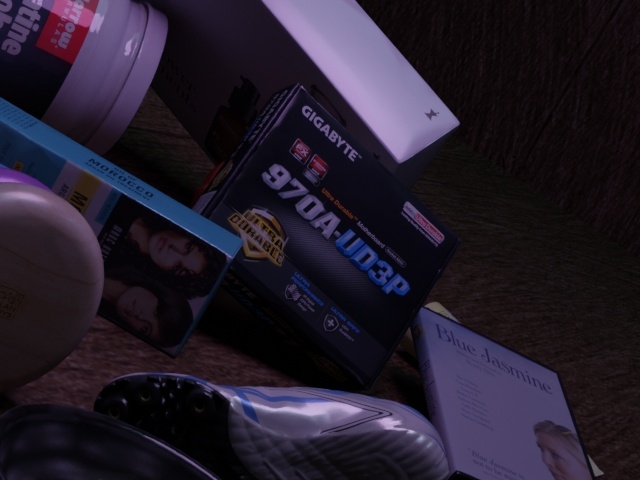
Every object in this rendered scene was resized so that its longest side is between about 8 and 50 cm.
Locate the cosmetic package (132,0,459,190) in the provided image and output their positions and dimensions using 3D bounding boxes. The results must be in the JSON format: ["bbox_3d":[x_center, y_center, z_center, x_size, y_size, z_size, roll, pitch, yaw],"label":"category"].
[{"bbox_3d":[-0.054,-0.173,1.532,0.097,0.284,0.377,-34,79,-31],"label":"cosmetic package"}]

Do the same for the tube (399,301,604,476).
[{"bbox_3d":[0.180,0.160,1.491,0.070,0.062,0.240,-35,64,-28],"label":"tube"}]

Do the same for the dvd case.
[{"bbox_3d":[0.174,0.171,1.374,0.180,0.022,0.253,26,26,-20],"label":"dvd case"}]

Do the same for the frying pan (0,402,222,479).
[{"bbox_3d":[-0.059,0.177,0.880,0.326,0.053,0.197,21,16,-43],"label":"frying pan"}]

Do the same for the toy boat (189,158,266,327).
[{"bbox_3d":[-0.044,0.013,1.406,0.231,0.151,0.151,22,-14,-34],"label":"toy boat"}]

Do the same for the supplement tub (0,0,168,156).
[{"bbox_3d":[-0.310,-0.214,1.472,0.272,0.191,0.191,25,14,-22],"label":"supplement tub"}]

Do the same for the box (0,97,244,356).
[{"bbox_3d":[-0.193,-0.014,1.188,0.244,0.101,0.060,30,14,-1],"label":"box"}]

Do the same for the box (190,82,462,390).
[{"bbox_3d":[0.000,0.000,1.303,0.220,0.175,0.051,43,-25,-20],"label":"box"}]

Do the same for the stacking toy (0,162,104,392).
[{"bbox_3d":[-0.272,-0.027,1.023,0.141,0.141,0.330,21,11,-37],"label":"stacking toy"}]

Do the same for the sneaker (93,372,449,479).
[{"bbox_3d":[-0.034,0.133,0.977,0.237,0.085,0.086,11,4,-9],"label":"sneaker"}]
